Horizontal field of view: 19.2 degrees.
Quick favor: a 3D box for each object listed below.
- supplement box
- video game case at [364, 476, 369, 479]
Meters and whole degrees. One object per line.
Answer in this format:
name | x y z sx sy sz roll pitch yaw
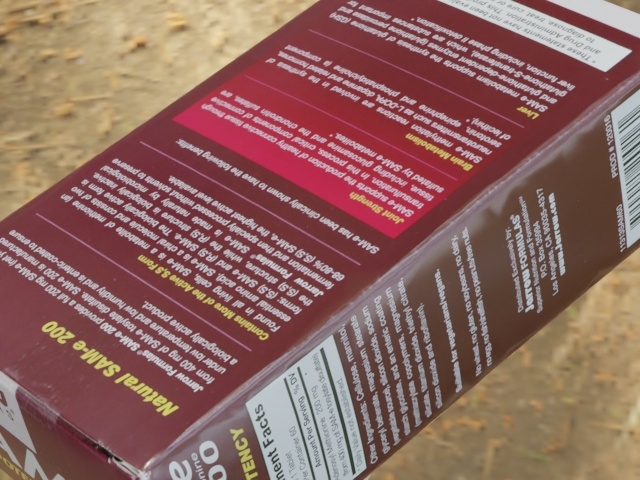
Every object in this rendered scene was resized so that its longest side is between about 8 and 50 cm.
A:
supplement box | 0.000 0.000 0.620 0.239 0.130 0.073 -37 134 -25
video game case | -0.013 0.120 1.076 0.183 0.023 0.201 -20 145 -48
